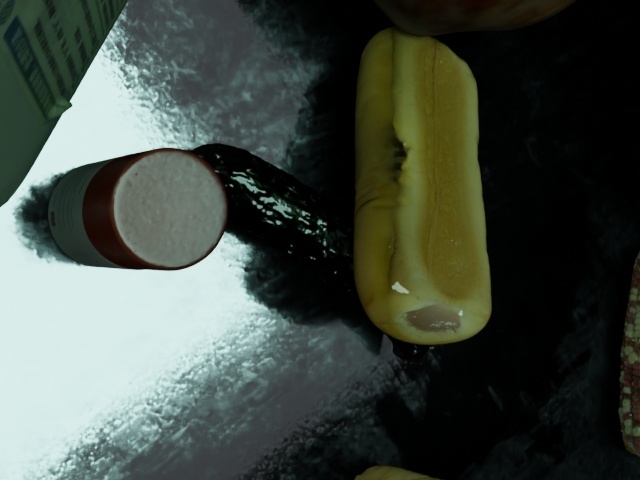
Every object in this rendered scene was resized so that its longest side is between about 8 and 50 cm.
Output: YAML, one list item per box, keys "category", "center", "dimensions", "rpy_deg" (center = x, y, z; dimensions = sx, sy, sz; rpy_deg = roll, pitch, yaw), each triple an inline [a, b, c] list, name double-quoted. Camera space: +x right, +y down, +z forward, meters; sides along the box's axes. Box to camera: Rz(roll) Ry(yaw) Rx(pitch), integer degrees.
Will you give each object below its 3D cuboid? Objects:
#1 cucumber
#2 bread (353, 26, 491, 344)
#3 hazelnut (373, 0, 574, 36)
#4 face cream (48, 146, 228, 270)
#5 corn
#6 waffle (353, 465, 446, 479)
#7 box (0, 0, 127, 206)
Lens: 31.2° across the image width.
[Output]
- category: "cucumber"
  center: [0.000, 0.000, 1.094]
  dimensions: [0.303, 0.072, 0.081]
  rpy_deg: [40, 75, -18]
- category: "bread"
  center: [0.089, -0.052, 1.079]
  dimensions: [0.142, 0.091, 0.305]
  rpy_deg: [24, 55, -37]
- category: "hazelnut"
  center: [0.146, -0.375, 1.041]
  dimensions: [0.366, 0.366, 0.365]
  rpy_deg: [0, 90, -24]
- category: "face cream"
  center: [-0.156, -0.023, 0.947]
  dimensions: [0.096, 0.214, 0.095]
  rpy_deg: [0, 90, -25]
- category: "corn"
  center: [0.369, 0.124, 1.258]
  dimensions: [0.080, 0.079, 0.237]
  rpy_deg: [4, 88, -24]
- category: "waffle"
  center: [0.160, 0.318, 1.116]
  dimensions: [0.274, 0.168, 0.057]
  rpy_deg: [44, 67, -16]
- category: "box"
  center: [-0.209, -0.233, 0.827]
  dimensions: [0.111, 0.396, 0.396]
  rpy_deg: [26, 78, 1]
